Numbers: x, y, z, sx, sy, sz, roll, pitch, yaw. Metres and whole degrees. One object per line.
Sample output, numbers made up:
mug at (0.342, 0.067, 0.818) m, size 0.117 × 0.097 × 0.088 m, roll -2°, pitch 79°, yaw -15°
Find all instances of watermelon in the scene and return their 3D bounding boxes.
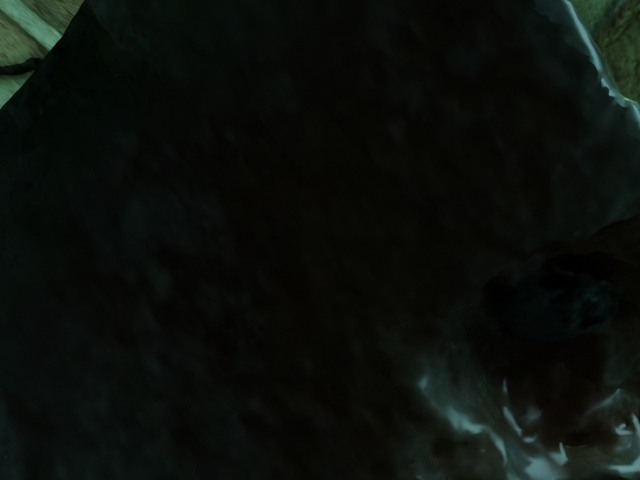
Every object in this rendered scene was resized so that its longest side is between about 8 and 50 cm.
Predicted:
watermelon at (-0.012, -0.008, 0.514) m, size 0.151 × 0.264 × 0.302 m, roll 24°, pitch 22°, yaw -52°
